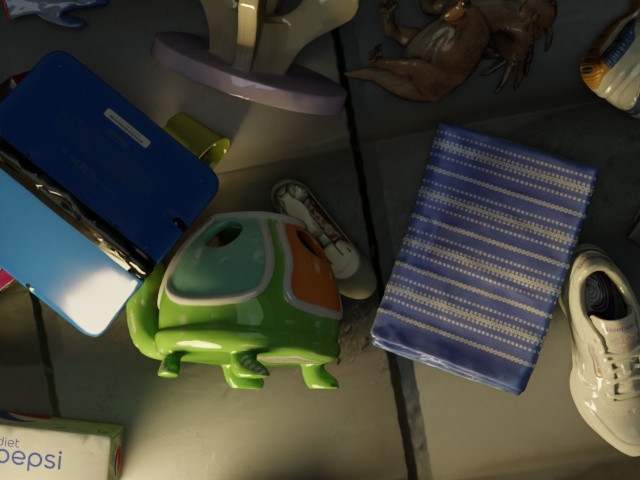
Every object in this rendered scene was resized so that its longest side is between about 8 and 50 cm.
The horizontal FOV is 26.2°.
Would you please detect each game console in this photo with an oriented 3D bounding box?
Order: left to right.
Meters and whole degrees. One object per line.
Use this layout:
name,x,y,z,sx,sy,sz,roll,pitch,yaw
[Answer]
game console,-0.329,-0.061,1.853,0.293,0.173,0.250,39,69,-4

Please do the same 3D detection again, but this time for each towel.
towel,0.222,0.023,1.911,0.243,0.040,0.336,19,94,21

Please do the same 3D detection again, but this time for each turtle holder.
turtle holder,-0.114,0.086,1.895,0.243,0.320,0.227,10,78,-33

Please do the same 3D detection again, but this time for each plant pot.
plant pot,-0.184,-0.139,1.949,0.079,0.083,0.083,43,95,12

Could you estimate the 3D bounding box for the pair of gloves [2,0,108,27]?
pair of gloves,-0.389,-0.396,1.961,0.159,0.023,0.198,-13,91,-4

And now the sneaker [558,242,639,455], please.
sneaker,0.396,0.157,1.886,0.114,0.152,0.305,-18,93,0

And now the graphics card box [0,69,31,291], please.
graphics card box,-0.489,-0.040,1.934,0.371,0.094,0.232,-34,96,12

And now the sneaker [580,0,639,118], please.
sneaker,0.492,-0.303,1.895,0.131,0.112,0.296,38,96,-16

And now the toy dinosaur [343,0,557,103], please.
toy dinosaur,0.183,-0.258,1.903,0.296,0.127,0.200,-33,127,20

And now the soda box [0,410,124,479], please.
soda box,-0.433,0.303,1.974,0.286,0.091,0.098,5,94,4

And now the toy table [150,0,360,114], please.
toy table,-0.082,-0.290,1.865,0.274,0.252,0.160,13,111,-7

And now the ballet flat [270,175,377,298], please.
ballet flat,0.000,0.000,1.944,0.072,0.068,0.213,-39,90,4

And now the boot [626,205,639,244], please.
boot,0.561,-0.034,1.914,0.208,0.076,0.189,32,92,8
